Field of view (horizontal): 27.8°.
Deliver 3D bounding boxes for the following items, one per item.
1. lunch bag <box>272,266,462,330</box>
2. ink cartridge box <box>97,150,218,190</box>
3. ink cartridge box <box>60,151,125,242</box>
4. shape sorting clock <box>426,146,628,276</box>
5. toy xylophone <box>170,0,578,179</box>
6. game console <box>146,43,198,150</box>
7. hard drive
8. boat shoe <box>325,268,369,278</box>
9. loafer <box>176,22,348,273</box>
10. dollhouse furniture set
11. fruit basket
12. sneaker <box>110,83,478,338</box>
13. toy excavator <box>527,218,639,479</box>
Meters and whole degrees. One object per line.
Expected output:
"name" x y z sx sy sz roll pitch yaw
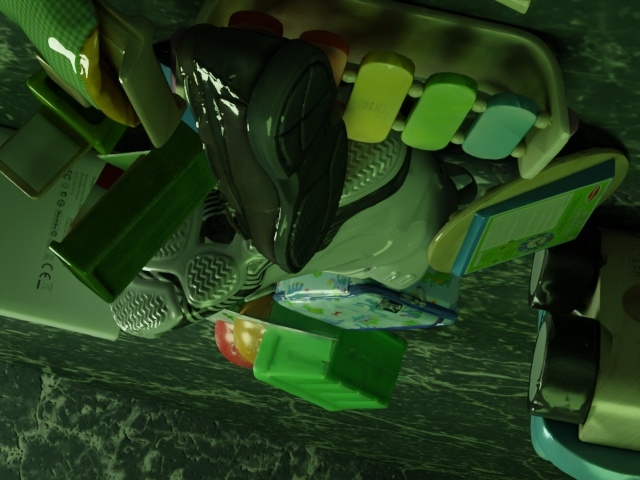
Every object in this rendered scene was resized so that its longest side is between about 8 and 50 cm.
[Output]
"lunch bag" 0.063 0.061 1.658 0.176 0.090 0.219 20 163 -38
"ink cartridge box" -0.090 -0.071 1.356 0.171 0.056 0.235 -2 158 38
"ink cartridge box" -0.182 -0.018 1.383 0.145 0.179 0.045 31 132 -11
"shape sorting clock" 0.192 -0.028 1.206 0.206 0.040 0.206 -18 159 -7
"toy xylophone" 0.041 -0.138 0.993 0.323 0.081 0.236 9 164 4
"game console" -0.145 -0.121 1.190 0.122 0.071 0.107 -6 158 43
"hard drive" -0.352 -0.023 1.420 0.308 0.203 0.040 14 164 -12
"boat shoe" 0.000 -0.001 1.495 0.081 0.079 0.228 18 166 -38
"loafer" -0.041 -0.072 0.982 0.095 0.109 0.302 27 161 13
"dollhouse furniture set" -0.215 -0.103 1.010 0.197 0.151 0.301 40 169 15
"fruit basket" -0.062 0.132 1.941 0.353 0.165 0.327 18 171 38
"sneaker" -0.023 0.003 1.253 0.366 0.137 0.210 -34 146 26
"toy excavator" 0.324 0.151 1.489 0.222 0.432 0.445 10 136 2
